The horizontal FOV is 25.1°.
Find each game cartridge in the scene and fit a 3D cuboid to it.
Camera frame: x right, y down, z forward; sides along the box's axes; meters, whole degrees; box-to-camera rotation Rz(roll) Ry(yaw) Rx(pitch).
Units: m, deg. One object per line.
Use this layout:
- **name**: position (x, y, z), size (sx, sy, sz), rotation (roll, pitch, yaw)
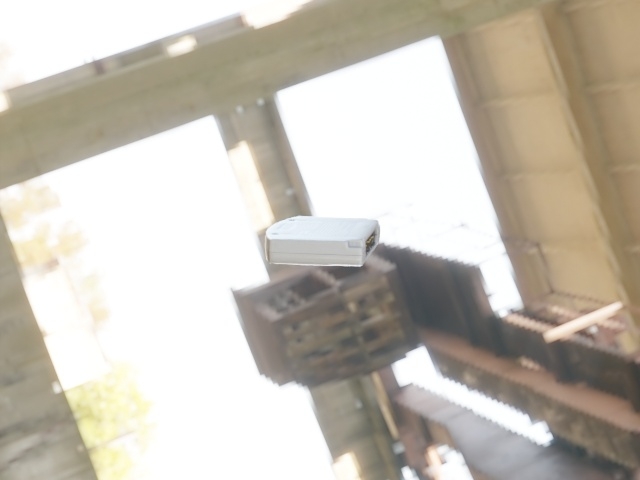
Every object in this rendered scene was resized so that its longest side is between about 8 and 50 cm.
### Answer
- **game cartridge**: position (0.000, 0.000, 0.758), size (0.083, 0.056, 0.017), rotation (-43, 138, -77)
